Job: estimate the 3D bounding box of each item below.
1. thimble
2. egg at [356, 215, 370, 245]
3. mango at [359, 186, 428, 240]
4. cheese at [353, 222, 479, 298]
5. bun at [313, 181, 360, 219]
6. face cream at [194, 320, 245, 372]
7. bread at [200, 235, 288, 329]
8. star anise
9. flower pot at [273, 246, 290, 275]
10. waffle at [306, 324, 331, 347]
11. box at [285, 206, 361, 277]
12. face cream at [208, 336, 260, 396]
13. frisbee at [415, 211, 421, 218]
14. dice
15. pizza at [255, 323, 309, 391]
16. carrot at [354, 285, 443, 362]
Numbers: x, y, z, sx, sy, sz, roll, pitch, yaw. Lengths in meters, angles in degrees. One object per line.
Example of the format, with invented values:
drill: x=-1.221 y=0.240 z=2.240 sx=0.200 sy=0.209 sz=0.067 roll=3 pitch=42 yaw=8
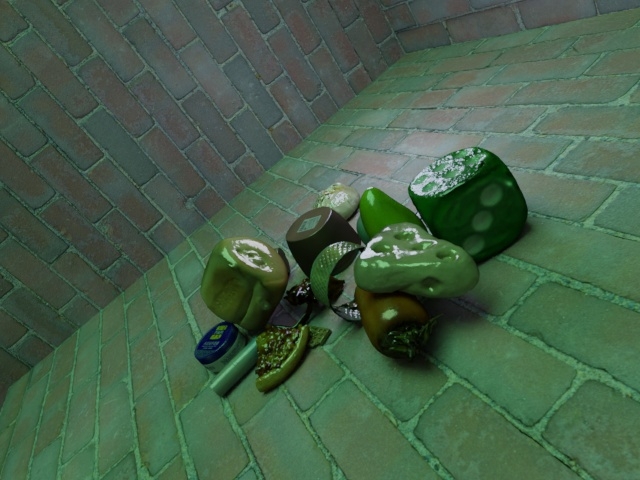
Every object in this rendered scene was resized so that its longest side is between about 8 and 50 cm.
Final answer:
thimble: x=0.106 y=0.140 z=1.615 sx=0.271 sy=0.270 sz=0.150 roll=-44 pitch=27 yaw=-14
egg: x=0.238 y=-0.043 z=1.840 sx=0.169 sy=0.169 sz=0.236 roll=-40 pitch=40 yaw=-6
mango: x=0.264 y=-0.045 z=1.646 sx=0.192 sy=0.343 sz=0.156 roll=-36 pitch=4 yaw=20
cheese: x=0.302 y=0.042 z=1.404 sx=0.351 sy=0.129 sz=0.328 roll=0 pitch=27 yaw=18
bun: x=0.063 y=-0.191 z=2.318 sx=0.287 sy=0.146 sz=0.287 roll=-28 pitch=31 yaw=18
face cream: x=-0.418 y=0.449 z=1.922 sx=0.206 sy=0.111 sz=0.206 roll=-28 pitch=27 yaw=16
bread: x=-0.312 y=0.172 z=1.887 sx=0.253 sy=0.348 sz=0.376 roll=-48 pitch=-10 yaw=-51
star anise: x=-0.062 y=0.237 z=1.811 sx=0.346 sy=0.148 sz=0.237 roll=-42 pitch=5 yaw=-4
flower pot: x=-0.260 y=0.137 z=2.153 sx=0.203 sy=0.212 sz=0.212 roll=-20 pitch=30 yaw=11
waffle: x=-0.027 y=0.359 z=1.698 sx=0.135 sy=0.021 sz=0.092 roll=-2 pitch=41 yaw=50
box: x=0.000 y=0.000 z=2.021 sx=0.301 sy=0.216 sz=0.301 roll=-30 pitch=26 yaw=17
face cream: x=-0.317 y=0.489 z=1.774 sx=0.250 sy=0.077 sz=0.077 roll=-44 pitch=28 yaw=-14
frisbee: x=0.351 y=-0.044 z=1.887 sx=0.188 sy=0.012 sz=0.211 roll=-21 pitch=32 yaw=30
dice: x=0.486 y=-0.122 z=1.537 sx=0.297 sy=0.300 sz=0.287 roll=-33 pitch=25 yaw=9
pizza: x=-0.171 y=0.400 z=1.683 sx=0.289 sy=0.081 sz=0.229 roll=-50 pitch=42 yaw=-12
carrot: x=0.233 y=0.248 z=1.375 sx=0.331 sy=0.214 sz=0.193 roll=-106 pitch=30 yaw=-66
